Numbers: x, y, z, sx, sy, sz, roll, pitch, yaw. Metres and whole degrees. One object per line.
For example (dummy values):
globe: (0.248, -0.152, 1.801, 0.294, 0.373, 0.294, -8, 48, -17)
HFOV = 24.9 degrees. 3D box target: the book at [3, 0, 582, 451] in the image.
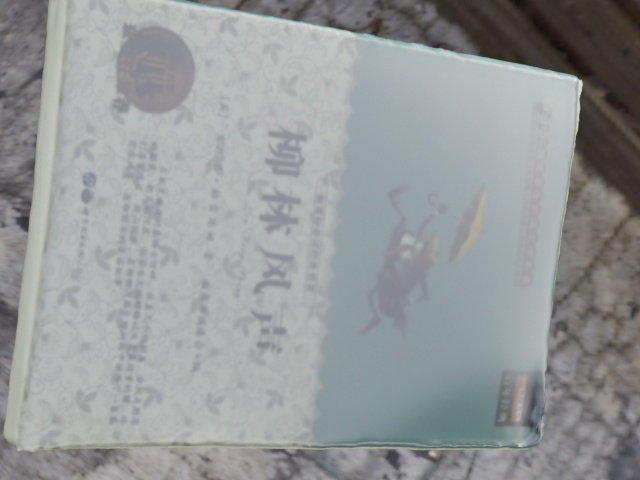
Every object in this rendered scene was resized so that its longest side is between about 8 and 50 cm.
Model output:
book: (0.000, 0.000, 0.893, 0.379, 0.031, 0.264, 5, 93, -32)
